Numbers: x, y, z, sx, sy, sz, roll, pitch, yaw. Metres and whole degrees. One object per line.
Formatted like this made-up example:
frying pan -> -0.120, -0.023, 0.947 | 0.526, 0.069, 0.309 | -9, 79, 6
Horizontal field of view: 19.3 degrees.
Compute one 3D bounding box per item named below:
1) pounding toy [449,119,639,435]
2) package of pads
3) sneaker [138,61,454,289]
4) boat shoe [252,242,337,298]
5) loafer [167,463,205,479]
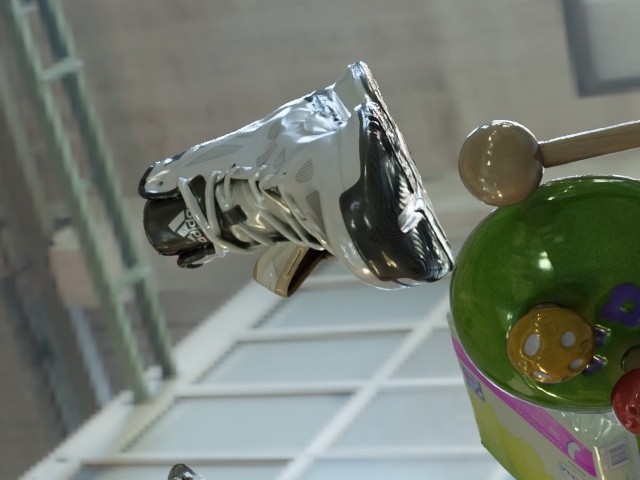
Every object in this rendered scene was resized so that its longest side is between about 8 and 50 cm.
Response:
pounding toy -> 0.173, 0.041, 1.171 | 0.110, 0.182, 0.237 | -89, -5, -54
package of pads -> 0.275, 0.214, 2.138 | 0.101, 0.296, 0.229 | -31, -50, -15
sneaker -> -0.033, -0.016, 1.717 | 0.169, 0.257, 0.447 | 62, -175, -15
boat shoe -> 0.000, 0.000, 2.145 | 0.170, 0.059, 0.063 | -46, -27, -8
loafer -> -0.135, 0.290, 2.088 | 0.045, 0.125, 0.039 | -10, -46, -22
